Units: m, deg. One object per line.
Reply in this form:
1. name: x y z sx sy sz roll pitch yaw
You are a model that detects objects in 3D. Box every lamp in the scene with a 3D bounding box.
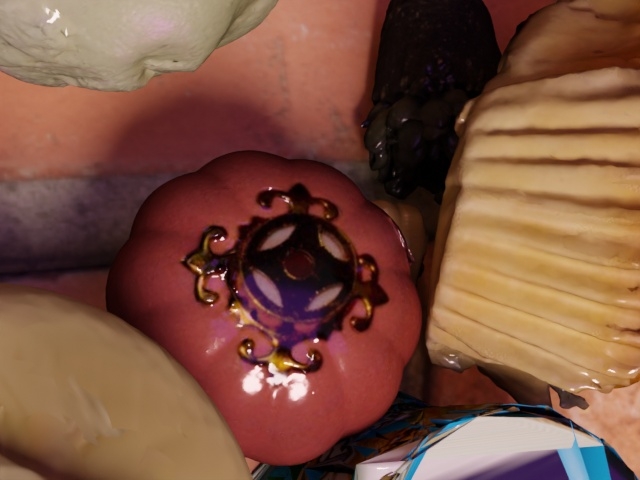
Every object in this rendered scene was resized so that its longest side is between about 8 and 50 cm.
1. lamp: -0.034 0.040 0.913 0.182 0.140 0.182 5 68 -14

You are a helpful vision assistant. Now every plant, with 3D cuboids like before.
1. plant: 0.078 -0.092 1.054 0.094 0.092 0.143 23 62 -40

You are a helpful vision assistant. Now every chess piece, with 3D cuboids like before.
1. chess piece: 0.000 0.000 1.011 0.122 0.066 0.066 9 74 -17

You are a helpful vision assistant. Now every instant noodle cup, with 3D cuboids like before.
1. instant noodle cup: 0.078 0.194 0.932 0.240 0.178 0.240 6 75 -21

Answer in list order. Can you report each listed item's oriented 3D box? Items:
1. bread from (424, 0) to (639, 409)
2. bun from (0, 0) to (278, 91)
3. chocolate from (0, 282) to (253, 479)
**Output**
1. bread: 0.205 -0.061 0.988 0.183 0.236 0.388 21 50 16
2. bun: -0.112 -0.185 0.932 0.293 0.293 0.187 -46 135 -25
3. chocolate: -0.192 0.159 0.767 0.326 0.297 0.314 13 68 -19
